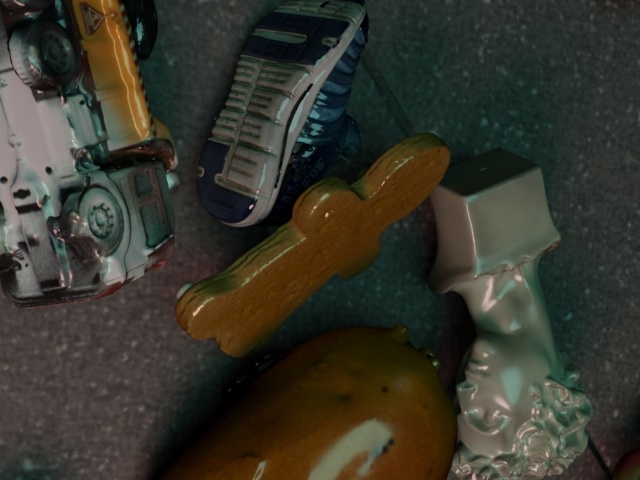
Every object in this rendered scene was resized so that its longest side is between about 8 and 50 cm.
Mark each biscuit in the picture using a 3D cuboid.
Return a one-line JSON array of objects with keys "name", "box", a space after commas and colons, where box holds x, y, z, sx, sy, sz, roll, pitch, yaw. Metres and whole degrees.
[{"name": "biscuit", "box": [-0.001, -0.001, 0.723, 0.240, 0.158, 0.035, -39, 68, -4]}]

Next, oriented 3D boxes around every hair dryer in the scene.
[{"name": "hair dryer", "box": [-0.164, -0.174, 0.703, 0.083, 0.031, 0.079, -3, 87, -12]}]

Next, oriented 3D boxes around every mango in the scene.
[{"name": "mango", "box": [-0.006, 0.192, 0.737, 0.201, 0.152, 0.287, 39, 85, -31]}]

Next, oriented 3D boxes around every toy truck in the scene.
[{"name": "toy truck", "box": [-0.182, -0.098, 0.638, 0.114, 0.135, 0.271, -8, 101, 26]}]

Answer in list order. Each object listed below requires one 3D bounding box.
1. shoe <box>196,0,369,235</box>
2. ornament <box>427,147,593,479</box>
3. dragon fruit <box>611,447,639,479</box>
[{"name": "shoe", "box": [-0.016, -0.097, 0.740, 0.106, 0.091, 0.207, 25, 86, -49]}, {"name": "ornament", "box": [0.158, 0.065, 0.799, 0.130, 0.120, 0.285, -6, 97, -14]}, {"name": "dragon fruit", "box": [0.353, 0.263, 0.864, 0.198, 0.218, 0.273, -12, 97, -56]}]
